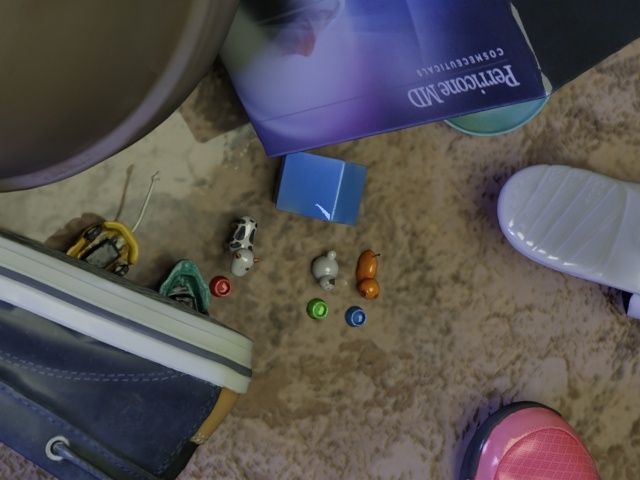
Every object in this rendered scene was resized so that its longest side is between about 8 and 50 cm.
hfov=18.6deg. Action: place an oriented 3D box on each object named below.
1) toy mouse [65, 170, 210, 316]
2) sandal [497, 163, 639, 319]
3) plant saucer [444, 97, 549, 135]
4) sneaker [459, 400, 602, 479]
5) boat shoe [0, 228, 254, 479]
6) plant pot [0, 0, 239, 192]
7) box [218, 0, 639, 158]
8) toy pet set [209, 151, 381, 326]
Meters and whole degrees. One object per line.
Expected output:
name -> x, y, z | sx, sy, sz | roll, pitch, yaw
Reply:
toy mouse -> -0.129, 0.057, 1.318 | 0.161, 0.031, 0.143 | -43, 110, -13
sandal -> 0.235, 0.006, 1.445 | 0.265, 0.076, 0.102 | 18, 72, -21
plant saucer -> 0.117, -0.135, 1.405 | 0.119, 0.021, 0.119 | -3, 97, -22
sneaker -> 0.199, 0.266, 1.426 | 0.116, 0.136, 0.313 | -21, 104, -21
boat shoe -> -0.282, 0.040, 1.164 | 0.500, 0.187, 0.156 | 23, 90, -21
plant pot -> -0.230, -0.157, 1.044 | 0.323, 0.280, 0.323 | 4, 107, 14
box -> 0.041, -0.227, 1.183 | 0.183, 0.296, 0.294 | -34, 104, -31
toy pet set -> 0.000, 0.000, 1.348 | 0.122, 0.065, 0.114 | 12, 92, -24
